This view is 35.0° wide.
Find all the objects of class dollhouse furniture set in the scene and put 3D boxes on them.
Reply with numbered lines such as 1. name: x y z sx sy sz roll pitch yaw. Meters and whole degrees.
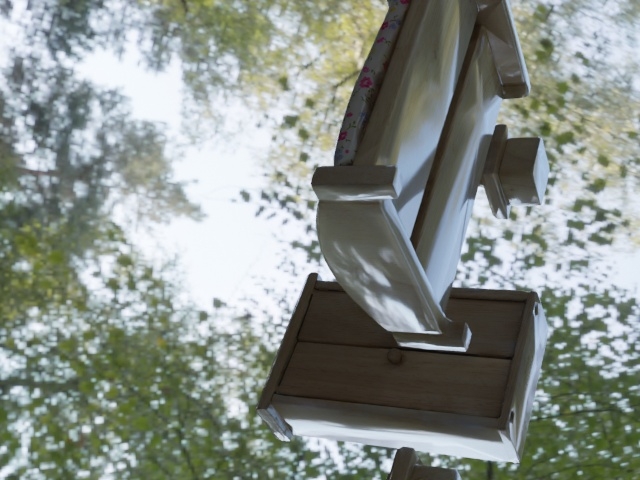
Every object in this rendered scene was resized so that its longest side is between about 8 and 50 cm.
1. dollhouse furniture set: 0.000 0.000 0.561 0.173 0.356 0.303 1 -128 26
